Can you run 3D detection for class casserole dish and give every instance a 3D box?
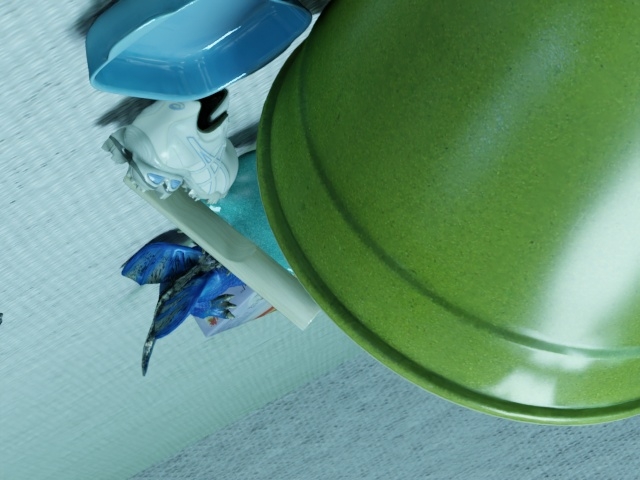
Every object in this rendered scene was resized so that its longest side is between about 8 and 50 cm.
[{"bbox_3d":[-0.079,-0.134,1.002,0.114,0.037,0.188,-33,169,21],"label":"casserole dish"}]

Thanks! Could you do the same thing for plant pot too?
[{"bbox_3d":[0.180,-0.130,0.972,0.366,0.366,0.353,-22,156,-30],"label":"plant pot"}]

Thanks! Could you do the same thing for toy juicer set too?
[{"bbox_3d":[0.000,0.000,1.335,0.329,0.209,0.089,-21,159,-44],"label":"toy juicer set"}]

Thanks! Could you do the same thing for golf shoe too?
[{"bbox_3d":[-0.088,-0.077,1.182,0.086,0.069,0.176,-46,171,13],"label":"golf shoe"}]

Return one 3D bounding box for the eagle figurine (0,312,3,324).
[{"bbox_3d":[-0.385,0.192,1.466,0.298,0.225,0.226,84,20,-47],"label":"eagle figurine"}]

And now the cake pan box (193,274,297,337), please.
[{"bbox_3d":[0.007,-0.004,1.733,0.245,0.070,0.267,-22,167,-40],"label":"cake pan box"}]

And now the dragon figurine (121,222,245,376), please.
[{"bbox_3d":[-0.133,0.041,1.537,0.289,0.085,0.144,-36,167,33],"label":"dragon figurine"}]
